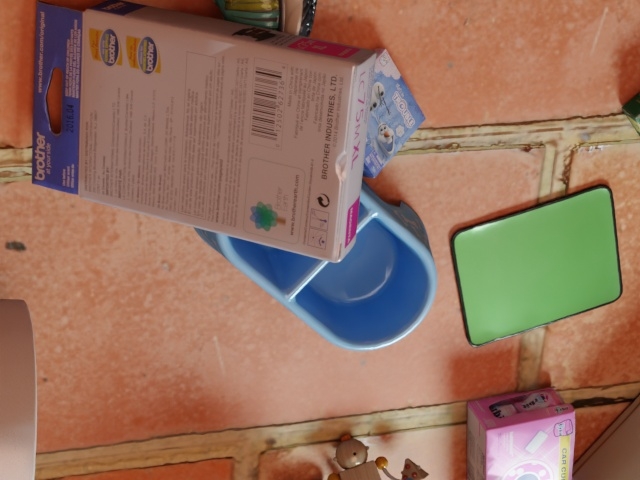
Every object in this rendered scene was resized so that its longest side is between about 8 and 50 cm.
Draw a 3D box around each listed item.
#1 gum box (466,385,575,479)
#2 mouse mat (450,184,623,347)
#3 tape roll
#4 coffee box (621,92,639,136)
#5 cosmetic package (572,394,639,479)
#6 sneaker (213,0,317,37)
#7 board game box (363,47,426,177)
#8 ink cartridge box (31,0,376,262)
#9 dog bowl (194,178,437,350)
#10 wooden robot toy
[{"bbox_3d":[0.227,0.259,1.605,0.107,0.062,0.188,-10,118,-13],"label":"gum box"},{"bbox_3d":[0.238,0.029,1.529,0.189,0.007,0.153,-17,119,-8],"label":"mouse mat"},{"bbox_3d":[-0.357,0.172,1.272,0.169,0.246,0.246,3,114,-19],"label":"tape roll"},{"bbox_3d":[0.418,-0.153,1.476,0.184,0.040,0.113,-40,120,4],"label":"coffee box"},{"bbox_3d":[0.445,0.239,1.636,0.160,0.113,0.309,37,100,-29],"label":"cosmetic package"},{"bbox_3d":[-0.056,-0.234,1.270,0.109,0.107,0.275,11,114,4],"label":"sneaker"},{"bbox_3d":[0.052,-0.124,1.364,0.090,0.020,0.090,-50,124,-24],"label":"board game box"},{"bbox_3d":[-0.111,-0.106,1.258,0.311,0.065,0.186,13,115,15],"label":"ink cartridge box"},{"bbox_3d":[0.000,0.000,1.400,0.166,0.074,0.297,-45,119,7],"label":"dog bowl"},{"bbox_3d":[0.030,0.256,1.555,0.173,0.076,0.079,-18,84,-8],"label":"wooden robot toy"}]
